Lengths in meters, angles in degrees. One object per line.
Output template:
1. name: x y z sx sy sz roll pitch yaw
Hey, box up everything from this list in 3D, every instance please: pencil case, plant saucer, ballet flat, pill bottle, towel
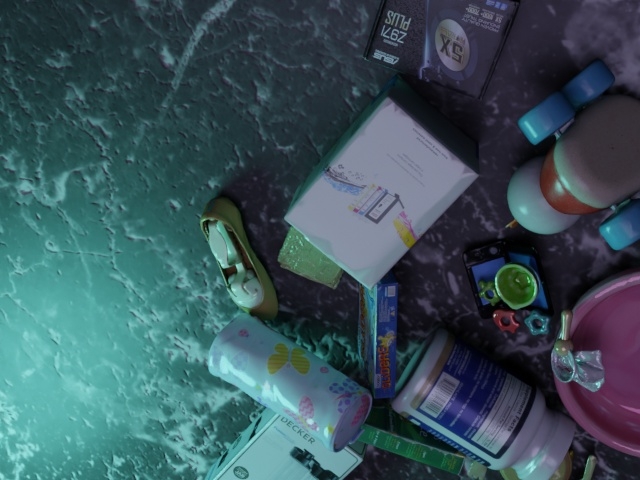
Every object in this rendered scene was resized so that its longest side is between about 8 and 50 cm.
1. pencil case: -0.052 0.227 1.690 0.273 0.113 0.124 28 138 24
2. plant saucer: 0.522 0.176 1.606 0.332 0.084 0.332 6 117 12
3. ballet flat: -0.139 0.044 1.712 0.080 0.073 0.232 -16 110 23
4. pill bottle: 0.257 0.266 1.670 0.264 0.153 0.153 32 118 0
5. towel: 0.000 0.000 1.683 0.110 0.027 0.148 24 119 3

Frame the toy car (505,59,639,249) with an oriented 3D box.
1. toy car: 0.351 -0.088 1.496 0.219 0.210 0.238 52 145 1

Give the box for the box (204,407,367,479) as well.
1. box: -0.066 0.389 1.850 0.169 0.087 0.290 39 117 -6

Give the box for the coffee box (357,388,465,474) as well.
1. coffee box: 0.152 0.312 1.747 0.184 0.113 0.040 19 115 6

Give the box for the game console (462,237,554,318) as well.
1. game console: 0.285 0.066 1.615 0.107 0.071 0.122 -17 110 4

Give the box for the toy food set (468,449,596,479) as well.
1. toy food set: 0.356 0.371 1.771 0.192 0.038 0.132 18 111 11

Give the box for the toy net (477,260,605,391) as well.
1. toy net: 0.327 0.140 1.577 0.122 0.045 0.232 -38 85 37

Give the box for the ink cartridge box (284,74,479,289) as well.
1. ink cartridge box: 0.090 -0.085 1.524 0.168 0.171 0.233 40 110 -7

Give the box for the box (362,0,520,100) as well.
1. box: 0.169 -0.299 1.471 0.180 0.077 0.147 21 119 3

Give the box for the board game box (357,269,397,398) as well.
1. board game box: 0.088 0.126 1.659 0.035 0.136 0.201 -4 115 -8
